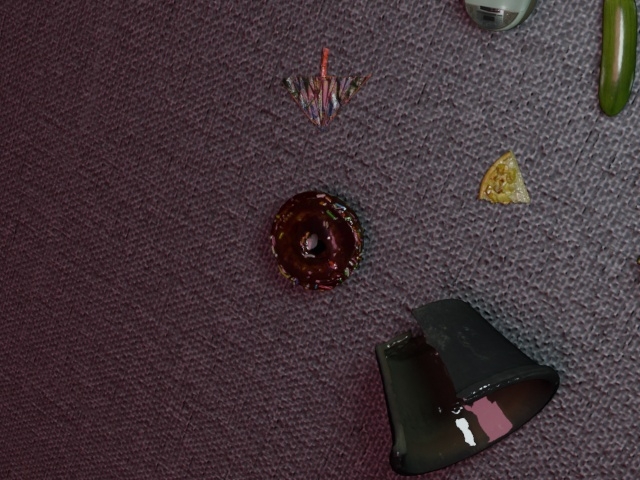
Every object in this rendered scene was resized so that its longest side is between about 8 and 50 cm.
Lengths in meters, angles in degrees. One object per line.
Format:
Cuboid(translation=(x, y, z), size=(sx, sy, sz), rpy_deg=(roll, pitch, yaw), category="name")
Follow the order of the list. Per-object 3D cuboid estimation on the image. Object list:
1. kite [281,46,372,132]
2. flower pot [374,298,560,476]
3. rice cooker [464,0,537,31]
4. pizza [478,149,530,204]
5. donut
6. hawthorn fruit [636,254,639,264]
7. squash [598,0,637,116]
Cuboid(translation=(0.012, -0.337, 2.128), size=(0.232, 0.009, 0.189), rpy_deg=(7, 102, 28), category="kite")
Cuboid(translation=(0.269, 0.282, 1.944), size=(0.379, 0.379, 0.251), rpy_deg=(-49, 54, 28), category="flower pot")
Cuboid(translation=(0.355, -0.506, 1.827), size=(0.145, 0.127, 0.207), rpy_deg=(18, 105, 26), category="rice cooker")
Cuboid(translation=(0.386, -0.114, 1.941), size=(0.108, 0.026, 0.123), rpy_deg=(37, 115, 17), category="pizza")
Cuboid(translation=(0.000, 0.000, 2.153), size=(0.235, 0.089, 0.235), rpy_deg=(6, 101, 29), category="donut")
Cuboid(translation=(0.675, 0.036, 1.727), size=(0.188, 0.169, 0.169), rpy_deg=(1, 100, 33), category="hawthorn fruit")
Cuboid(translation=(0.555, -0.359, 1.770), size=(0.069, 0.069, 0.258), rpy_deg=(6, 103, 29), category="squash")
